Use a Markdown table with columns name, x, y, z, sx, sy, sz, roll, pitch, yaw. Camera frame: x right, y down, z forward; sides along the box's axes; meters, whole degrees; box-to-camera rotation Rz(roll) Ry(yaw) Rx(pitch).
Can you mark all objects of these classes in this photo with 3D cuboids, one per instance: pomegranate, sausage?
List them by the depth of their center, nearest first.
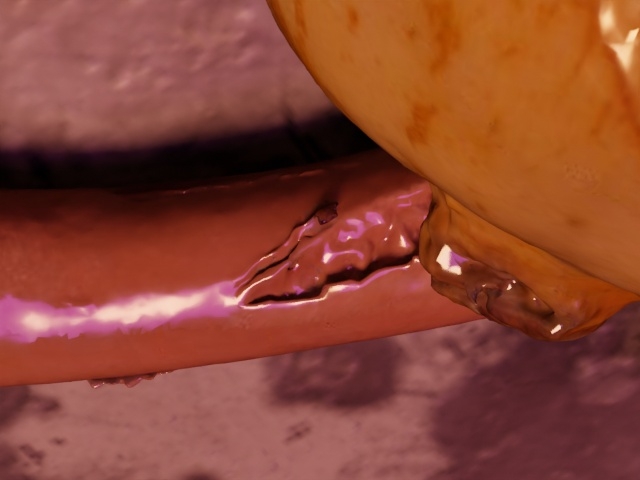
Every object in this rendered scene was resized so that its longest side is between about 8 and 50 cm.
| name | x | y | z | sx | sy | sz | roll | pitch | yaw |
| --- | --- | --- | --- | --- | --- | --- | --- | --- | --- |
| pomegranate | 0.101 | -0.077 | 0.407 | 0.248 | 0.248 | 0.248 | -6 | 128 | -7 |
| sausage | 0.000 | -0.001 | 0.539 | 0.304 | 0.078 | 0.078 | -10 | 129 | -4 |
